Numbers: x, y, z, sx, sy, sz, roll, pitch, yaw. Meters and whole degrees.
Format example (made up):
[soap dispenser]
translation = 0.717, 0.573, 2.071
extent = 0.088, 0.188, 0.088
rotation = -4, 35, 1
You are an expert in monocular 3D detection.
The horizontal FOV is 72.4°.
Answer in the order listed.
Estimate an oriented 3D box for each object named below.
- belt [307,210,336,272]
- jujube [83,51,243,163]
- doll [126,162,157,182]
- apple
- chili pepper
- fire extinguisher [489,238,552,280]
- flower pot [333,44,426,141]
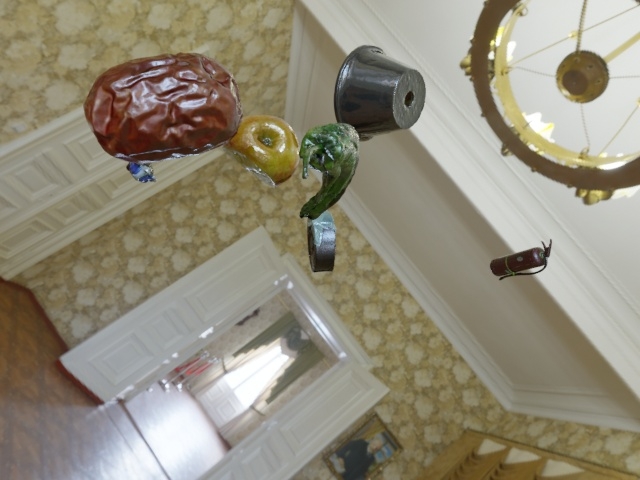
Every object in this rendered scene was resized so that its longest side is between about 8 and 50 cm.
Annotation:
[belt]
translation = 0.000, 0.000, 1.371
extent = 0.151, 0.078, 0.198
rotation = 148, -62, -79
[jujube]
translation = -0.260, -0.225, 0.747
extent = 0.174, 0.251, 0.174
rotation = 161, -90, -78
[doll]
translation = -0.551, -0.215, 1.344
extent = 0.096, 0.070, 0.195
rotation = 50, -20, -28
[apple]
translation = -0.143, -0.228, 1.097
extent = 0.195, 0.160, 0.173
rotation = 39, -26, -5
[chili pepper]
translation = 0.004, -0.101, 0.587
extent = 0.065, 0.122, 0.279
rotation = 27, -7, 8
[fire extinguisher]
translation = 0.370, 0.038, 0.802
extent = 0.132, 0.039, 0.056
rotation = 147, -53, -64
[flower pot]
translation = 0.180, -0.394, 1.203
extent = 0.166, 0.269, 0.268
rotation = 20, -35, 36
